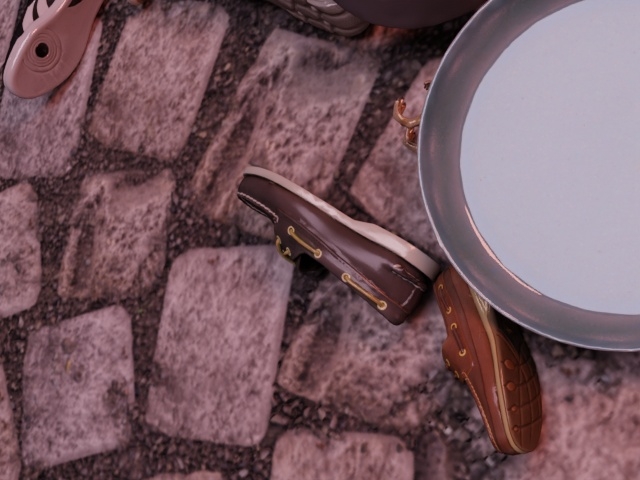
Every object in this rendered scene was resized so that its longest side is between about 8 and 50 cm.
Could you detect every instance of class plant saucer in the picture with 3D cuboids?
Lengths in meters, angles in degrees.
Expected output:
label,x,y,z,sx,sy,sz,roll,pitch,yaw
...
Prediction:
label,x,y,z,sx,sy,sz,roll,pitch,yaw
plant saucer,0.234,-0.073,0.769,0.318,0.044,0.317,-2,84,19

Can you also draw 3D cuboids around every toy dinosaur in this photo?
label,x,y,z,sx,sy,sz,roll,pitch,yaw
toy dinosaur,0.113,-0.099,0.884,0.093,0.053,0.183,19,85,33

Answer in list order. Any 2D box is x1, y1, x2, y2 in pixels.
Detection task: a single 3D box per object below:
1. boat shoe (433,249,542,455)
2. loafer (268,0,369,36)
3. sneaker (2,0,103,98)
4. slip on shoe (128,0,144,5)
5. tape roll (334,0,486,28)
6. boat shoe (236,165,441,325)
label,x,y,z,sx,sy,sz,roll,pitch,yaw
boat shoe,0.134,0.095,0.805,0.060,0.064,0.178,-30,53,30
loafer,-0.057,-0.313,1.032,0.319,0.112,0.111,29,86,27
sneaker,-0.342,-0.278,1.216,0.121,0.079,0.217,23,79,38
slip on shoe,-0.199,-0.342,1.162,0.041,0.051,0.135,5,71,21
tape roll,0.083,-0.304,0.880,0.219,0.072,0.219,-6,70,16
boat shoe,0.000,0.000,0.903,0.228,0.081,0.068,29,86,32
